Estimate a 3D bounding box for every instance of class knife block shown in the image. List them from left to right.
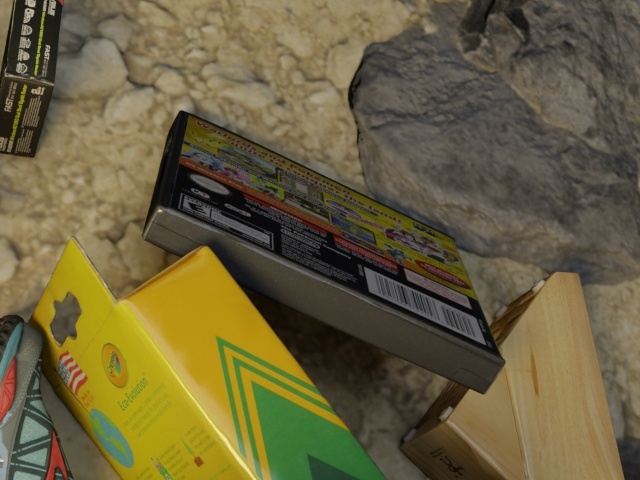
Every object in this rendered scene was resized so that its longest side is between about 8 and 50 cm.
[{"bbox_3d":[0.203,0.197,1.006,0.242,0.088,0.275,43,57,-2],"label":"knife block"}]

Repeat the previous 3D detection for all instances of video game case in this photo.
[{"bbox_3d":[0.000,0.000,0.949,0.275,0.035,0.248,25,18,-12],"label":"video game case"}]

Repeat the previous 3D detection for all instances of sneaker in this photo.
[{"bbox_3d":[-0.219,0.182,0.835,0.125,0.104,0.261,27,54,-38],"label":"sneaker"}]

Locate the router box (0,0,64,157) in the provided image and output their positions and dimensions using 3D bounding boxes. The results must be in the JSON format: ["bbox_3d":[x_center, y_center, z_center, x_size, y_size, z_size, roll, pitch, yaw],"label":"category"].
[{"bbox_3d":[-0.230,-0.134,0.943,0.038,0.122,0.092,9,64,-16],"label":"router box"}]

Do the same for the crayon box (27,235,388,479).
[{"bbox_3d":[-0.073,0.141,0.839,0.081,0.202,0.318,-35,85,-33],"label":"crayon box"}]
